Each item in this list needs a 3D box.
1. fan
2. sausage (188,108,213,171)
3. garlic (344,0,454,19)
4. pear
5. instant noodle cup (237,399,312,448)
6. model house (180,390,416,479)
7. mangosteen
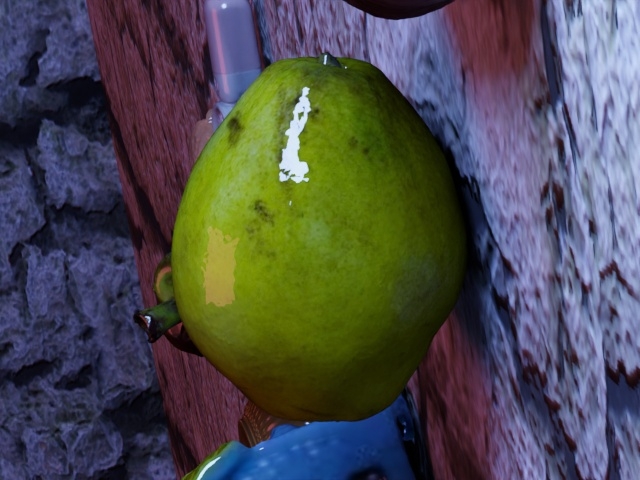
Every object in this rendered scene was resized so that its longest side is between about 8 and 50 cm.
[{"bbox_3d":[-0.083,-0.139,1.923,0.130,0.074,0.244,-138,38,-73],"label":"fan"},{"bbox_3d":[-0.080,-0.008,2.025,0.086,0.086,0.289,107,150,-69],"label":"sausage"},{"bbox_3d":[-0.006,-0.222,1.079,0.245,0.160,0.245,50,-177,-4],"label":"garlic"},{"bbox_3d":[0.000,0.000,1.322,0.212,0.212,0.269,-137,45,-71],"label":"pear"},{"bbox_3d":[-0.034,0.246,2.073,0.274,0.090,0.274,167,90,-80],"label":"instant noodle cup"},{"bbox_3d":[-0.048,0.275,1.670,0.237,0.303,0.216,132,118,-76],"label":"model house"},{"bbox_3d":[-0.081,0.054,1.865,0.184,0.172,0.172,20,-126,-75],"label":"mangosteen"}]
